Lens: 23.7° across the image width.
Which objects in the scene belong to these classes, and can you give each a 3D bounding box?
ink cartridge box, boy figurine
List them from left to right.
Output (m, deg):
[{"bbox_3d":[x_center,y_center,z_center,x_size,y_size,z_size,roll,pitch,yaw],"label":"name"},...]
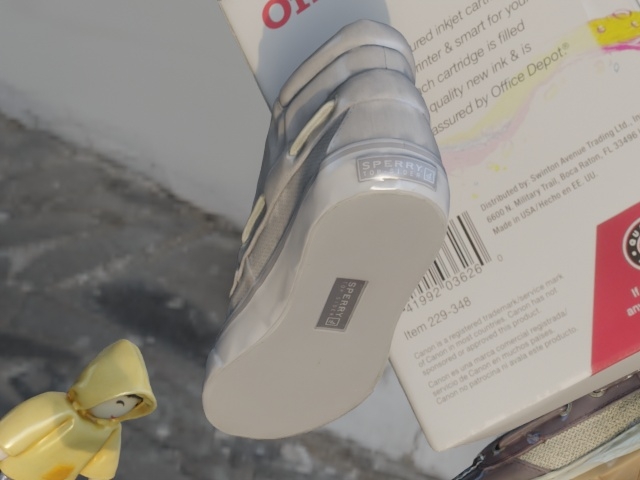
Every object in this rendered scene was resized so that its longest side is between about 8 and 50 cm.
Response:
[{"bbox_3d":[-0.275,0.228,1.619,0.177,0.285,0.092,36,13,-47],"label":"boy figurine"},{"bbox_3d":[0.112,-0.064,0.883,0.131,0.226,0.306,3,60,-62],"label":"ink cartridge box"}]

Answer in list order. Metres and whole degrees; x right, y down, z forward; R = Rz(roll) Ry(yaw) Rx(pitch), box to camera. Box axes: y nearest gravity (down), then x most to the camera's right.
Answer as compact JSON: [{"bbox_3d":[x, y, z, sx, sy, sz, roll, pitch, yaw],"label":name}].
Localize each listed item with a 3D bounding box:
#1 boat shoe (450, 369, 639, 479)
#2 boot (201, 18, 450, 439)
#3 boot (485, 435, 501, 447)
[{"bbox_3d":[0.165,0.154,1.025,0.103,0.285,0.092,41,29,-34],"label":"boat shoe"},{"bbox_3d":[0.000,0.000,0.827,0.095,0.258,0.123,11,51,-18],"label":"boot"},{"bbox_3d":[0.129,0.275,1.170,0.208,0.076,0.190,-32,76,-24],"label":"boot"}]
